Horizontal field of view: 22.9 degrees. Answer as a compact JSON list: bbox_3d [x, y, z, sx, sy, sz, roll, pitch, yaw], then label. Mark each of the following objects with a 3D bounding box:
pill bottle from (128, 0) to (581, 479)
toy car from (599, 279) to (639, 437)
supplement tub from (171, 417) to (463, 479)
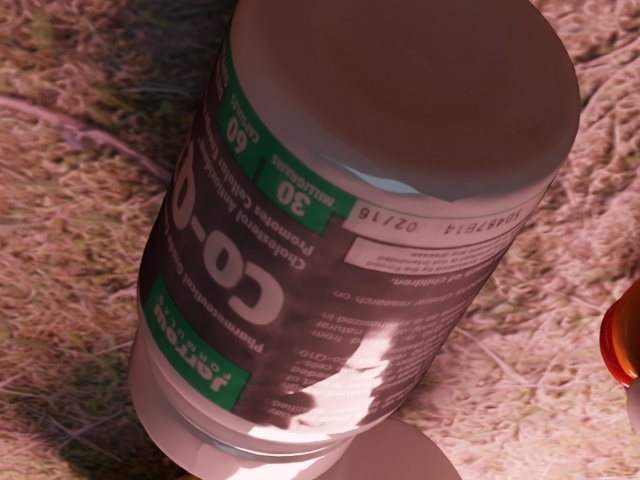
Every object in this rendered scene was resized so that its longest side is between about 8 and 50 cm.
[{"bbox_3d":[0.000,0.000,0.987,0.204,0.204,0.361,12,140,-12],"label":"pill bottle"},{"bbox_3d":[0.275,0.091,1.159,0.136,0.159,0.182,16,159,45],"label":"toy car"},{"bbox_3d":[-0.046,0.300,1.343,0.331,0.241,0.241,-27,133,32],"label":"supplement tub"}]
